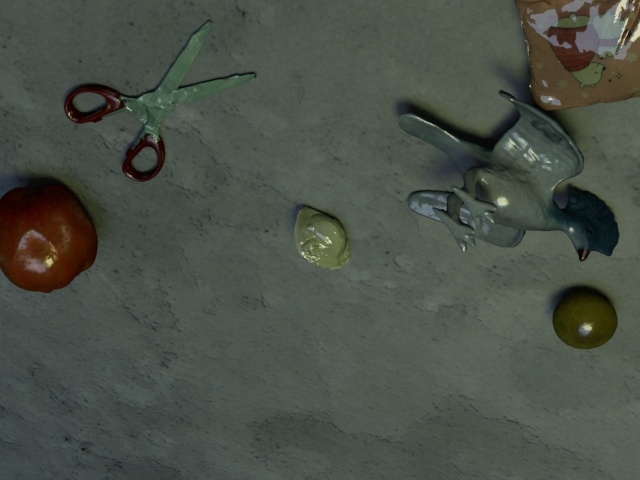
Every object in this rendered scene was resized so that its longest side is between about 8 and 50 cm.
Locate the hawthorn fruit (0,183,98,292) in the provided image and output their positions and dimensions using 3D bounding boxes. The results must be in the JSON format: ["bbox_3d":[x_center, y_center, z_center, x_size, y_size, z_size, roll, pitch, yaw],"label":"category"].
[{"bbox_3d":[-0.361,-0.007,1.323,0.132,0.133,0.138,-6,116,25],"label":"hawthorn fruit"}]

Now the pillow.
[{"bbox_3d":[0.245,-0.243,0.947,0.135,0.049,0.248,-5,124,25],"label":"pillow"}]

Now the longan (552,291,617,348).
[{"bbox_3d":[0.315,0.096,1.204,0.075,0.075,0.083,4,171,18],"label":"longan"}]

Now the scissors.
[{"bbox_3d":[-0.187,-0.166,1.196,0.247,0.017,0.144,-28,116,35],"label":"scissors"}]

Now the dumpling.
[{"bbox_3d":[0.002,-0.001,1.237,0.052,0.057,0.076,-3,128,23],"label":"dumpling"}]

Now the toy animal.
[{"bbox_3d":[0.197,-0.056,1.095,0.255,0.176,0.239,51,141,10],"label":"toy animal"}]
